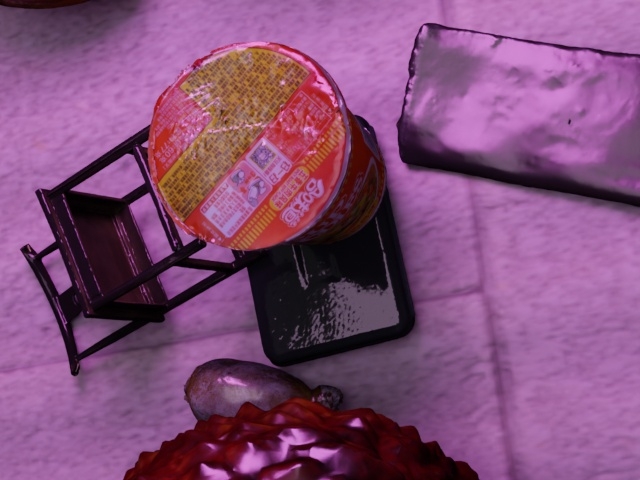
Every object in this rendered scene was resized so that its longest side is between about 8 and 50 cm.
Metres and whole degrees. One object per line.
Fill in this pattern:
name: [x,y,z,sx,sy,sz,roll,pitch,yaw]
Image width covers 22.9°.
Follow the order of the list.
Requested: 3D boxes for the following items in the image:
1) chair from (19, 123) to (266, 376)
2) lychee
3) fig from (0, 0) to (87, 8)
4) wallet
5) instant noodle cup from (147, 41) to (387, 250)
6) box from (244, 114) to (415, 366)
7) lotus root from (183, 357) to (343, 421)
chair: [-0.209,0.011,1.579,0.260,0.141,0.154,-31,72,21]
lychee: [-0.002,0.334,1.355,0.500,0.424,0.424,-26,77,28]
fig: [-0.313,-0.352,1.630,0.224,0.224,0.263,-32,83,13]
wallet: [0.216,-0.122,1.534,0.285,0.030,0.146,11,91,20]
instant noodle cup: [-0.031,-0.072,1.458,0.193,0.212,0.193,-2,83,18]
box: [0.000,0.000,1.579,0.160,0.050,0.230,-15,79,16]
lotus root: [-0.060,0.162,1.564,0.165,0.088,0.088,10,87,11]
